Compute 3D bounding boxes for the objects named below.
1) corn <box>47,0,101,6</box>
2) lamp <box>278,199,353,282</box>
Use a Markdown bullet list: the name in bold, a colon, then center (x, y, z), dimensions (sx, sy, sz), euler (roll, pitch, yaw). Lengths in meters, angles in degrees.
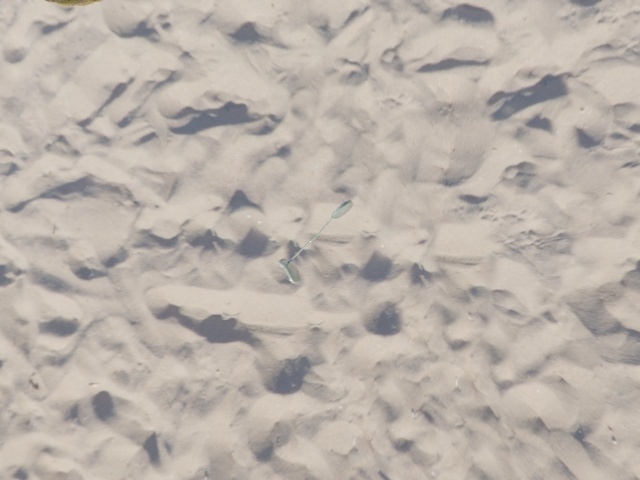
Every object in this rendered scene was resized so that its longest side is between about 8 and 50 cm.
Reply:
- **corn**: center (-0.328, -0.392, 0.708), dimensions (0.321, 0.119, 0.119), euler (19, 90, 40)
- **lamp**: center (0.000, 0.000, 1.018), dimensions (0.198, 0.050, 0.056), euler (-44, 73, 13)
